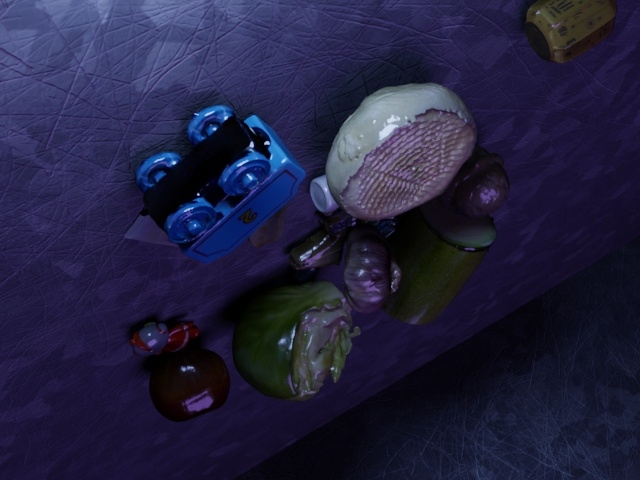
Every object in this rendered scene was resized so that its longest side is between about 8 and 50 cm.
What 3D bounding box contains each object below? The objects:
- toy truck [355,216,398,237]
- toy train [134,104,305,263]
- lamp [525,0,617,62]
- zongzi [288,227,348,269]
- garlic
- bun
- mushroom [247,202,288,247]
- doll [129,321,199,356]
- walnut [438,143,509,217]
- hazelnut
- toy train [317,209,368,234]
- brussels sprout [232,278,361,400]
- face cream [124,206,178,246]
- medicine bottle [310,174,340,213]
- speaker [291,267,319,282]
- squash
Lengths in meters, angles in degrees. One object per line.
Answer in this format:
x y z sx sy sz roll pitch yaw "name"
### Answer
0.163 -0.048 2.235 0.080 0.078 0.154 -43 152 17 "toy truck"
-0.205 -0.106 1.594 0.300 0.188 0.265 -41 155 9 "toy train"
0.572 -0.504 1.826 0.185 0.161 0.161 -32 154 -3 "lamp"
0.000 0.000 2.146 0.160 0.078 0.176 -14 138 -34 "zongzi"
0.141 0.078 2.174 0.160 0.245 0.245 -1 153 5 "garlic"
0.163 -0.220 1.798 0.364 0.202 0.364 -23 150 -15 "bun"
-0.122 -0.088 1.850 0.100 0.081 0.312 -20 156 -19 "mushroom"
-0.424 0.263 2.116 0.142 0.076 0.245 -44 156 19 "doll"
0.412 -0.162 2.169 0.224 0.224 0.224 -26 153 -14 "walnut"
-0.379 0.402 2.271 0.229 0.229 0.229 -26 153 -14 "hazelnut"
0.090 -0.078 2.096 0.202 0.081 0.060 -25 154 -16 "toy train"
-0.082 0.269 2.271 0.371 0.315 0.276 -49 135 -20 "brussels sprout"
-0.314 -0.023 1.771 0.224 0.070 0.114 12 130 -44 "face cream"
0.105 -0.147 1.980 0.260 0.095 0.095 -19 151 -25 "medicine bottle"
-0.032 0.079 2.254 0.075 0.060 0.094 -45 152 25 "speaker"
0.335 0.046 2.391 0.263 0.263 0.384 -15 148 -33 "squash"
